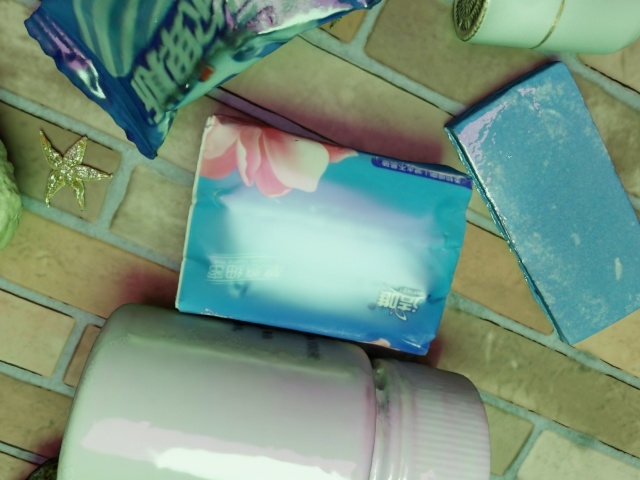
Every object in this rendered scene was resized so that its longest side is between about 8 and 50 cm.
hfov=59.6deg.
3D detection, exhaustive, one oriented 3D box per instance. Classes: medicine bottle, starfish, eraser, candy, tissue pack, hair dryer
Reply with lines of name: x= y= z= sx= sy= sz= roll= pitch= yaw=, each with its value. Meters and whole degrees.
medicine bottle: x=-0.043 y=0.202 z=0.588 sx=0.389 sy=0.219 sz=0.219 roll=11 pitch=102 yaw=-7
starfish: x=-0.278 y=-0.076 z=0.608 sx=0.086 sy=0.016 sz=0.092 roll=40 pitch=100 yaw=-10
eraser: x=0.277 y=-0.035 z=0.644 sx=0.144 sy=0.042 sz=0.311 roll=-31 pitch=104 yaw=4
candy: x=-0.110 y=-0.214 z=0.506 sx=0.331 sy=0.077 sz=0.187 roll=-26 pitch=115 yaw=24
tissue pack: x=0.000 y=0.000 z=0.583 sx=0.270 sy=0.137 sz=0.209 roll=12 pitch=104 yaw=-8
hair dryer: x=0.239 y=-0.370 z=0.542 sx=0.173 sy=0.107 sz=0.357 roll=2 pitch=97 yaw=-8

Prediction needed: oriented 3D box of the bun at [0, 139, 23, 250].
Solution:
bun: x=-0.402 y=-0.057 z=0.541 sx=0.221 sy=0.134 sz=0.220 roll=0 pitch=97 yaw=-2

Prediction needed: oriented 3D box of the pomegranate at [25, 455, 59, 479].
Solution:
pomegranate: x=-0.301 y=0.312 z=0.658 sx=0.126 sy=0.163 sz=0.138 roll=-35 pitch=126 yaw=-35

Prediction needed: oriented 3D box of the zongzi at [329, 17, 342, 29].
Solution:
zongzi: x=-0.022 y=-0.328 z=0.527 sx=0.187 sy=0.084 sz=0.184 roll=26 pitch=106 yaw=-11
